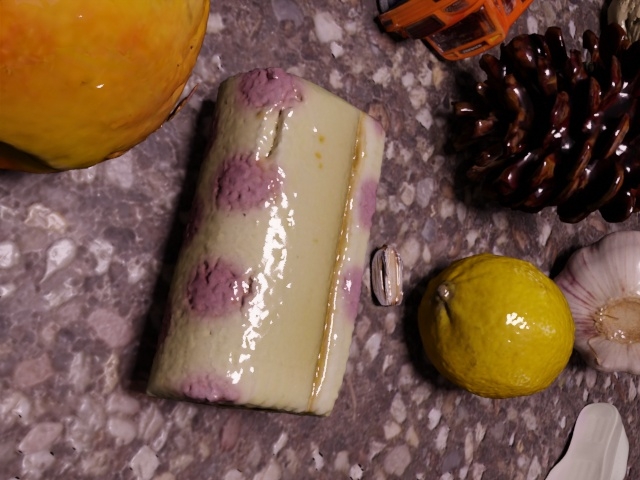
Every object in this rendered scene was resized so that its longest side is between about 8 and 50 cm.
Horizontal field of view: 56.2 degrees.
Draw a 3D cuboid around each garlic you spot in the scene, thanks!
[{"bbox_3d":[0.533,0.091,1.025,0.253,0.245,0.245,-29,105,-56],"label":"garlic"}]

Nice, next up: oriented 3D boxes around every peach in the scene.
[{"bbox_3d":[-0.230,-0.239,0.431,0.372,0.289,0.373,7,79,-37],"label":"peach"}]

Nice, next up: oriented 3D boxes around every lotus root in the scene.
[{"bbox_3d":[0.089,0.047,0.803,0.037,0.030,0.083,-1,89,-42],"label":"lotus root"}]

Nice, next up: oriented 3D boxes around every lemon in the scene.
[{"bbox_3d":[0.234,0.114,0.806,0.231,0.192,0.192,29,71,-34],"label":"lemon"}]

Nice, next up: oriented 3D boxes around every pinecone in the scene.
[{"bbox_3d":[0.332,-0.168,0.832,0.242,0.295,0.298,84,8,-47],"label":"pinecone"}]

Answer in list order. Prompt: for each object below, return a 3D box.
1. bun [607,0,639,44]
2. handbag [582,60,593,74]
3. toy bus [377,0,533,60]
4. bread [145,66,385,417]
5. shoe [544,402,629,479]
[{"bbox_3d":[0.664,-0.380,1.119,0.259,0.259,0.152,42,78,-26],"label":"bun"},{"bbox_3d":[0.552,-0.201,1.026,0.340,0.240,0.247,1,83,-37],"label":"handbag"},{"bbox_3d":[0.230,-0.375,0.864,0.329,0.143,0.153,-48,115,-30],"label":"toy bus"},{"bbox_3d":[-0.051,0.009,0.629,0.187,0.155,0.339,22,72,-41],"label":"bread"},{"bbox_3d":[0.461,0.407,1.013,0.265,0.095,0.110,-49,114,-30],"label":"shoe"}]
